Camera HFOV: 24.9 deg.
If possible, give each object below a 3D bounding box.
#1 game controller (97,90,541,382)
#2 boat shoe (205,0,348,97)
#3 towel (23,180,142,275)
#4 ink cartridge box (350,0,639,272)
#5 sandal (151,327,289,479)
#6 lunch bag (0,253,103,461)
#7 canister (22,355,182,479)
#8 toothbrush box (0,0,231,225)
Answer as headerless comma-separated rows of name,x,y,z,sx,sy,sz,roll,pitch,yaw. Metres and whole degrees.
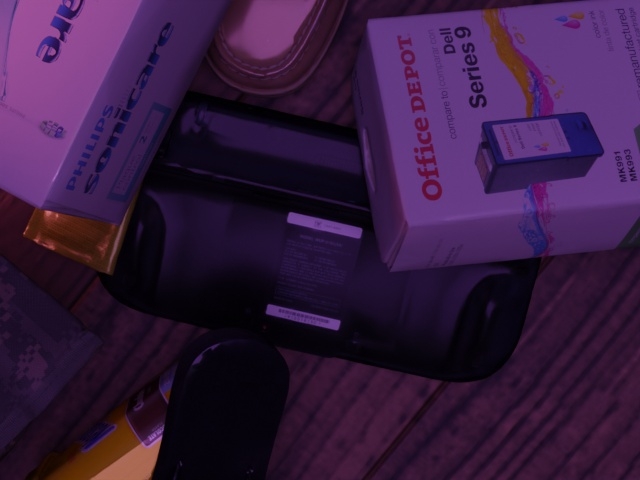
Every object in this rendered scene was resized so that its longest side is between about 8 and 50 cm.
game controller,0.000,0.000,1.045,0.319,0.067,0.166,13,108,-2
boat shoe,-0.022,-0.268,0.990,0.122,0.110,0.341,9,94,-2
towel,-0.140,-0.101,1.008,0.021,0.102,0.237,17,92,-44
ink cartridge box,0.138,-0.072,0.979,0.212,0.093,0.154,-6,68,-8
sandal,-0.073,0.183,0.943,0.097,0.054,0.254,-1,109,-19
lunch bag,-0.319,0.090,0.949,0.235,0.169,0.287,43,137,-3
canister,-0.122,0.145,1.014,0.170,0.126,0.073,-39,95,0
toothbrush box,-0.224,-0.172,0.944,0.295,0.126,0.216,27,93,17
